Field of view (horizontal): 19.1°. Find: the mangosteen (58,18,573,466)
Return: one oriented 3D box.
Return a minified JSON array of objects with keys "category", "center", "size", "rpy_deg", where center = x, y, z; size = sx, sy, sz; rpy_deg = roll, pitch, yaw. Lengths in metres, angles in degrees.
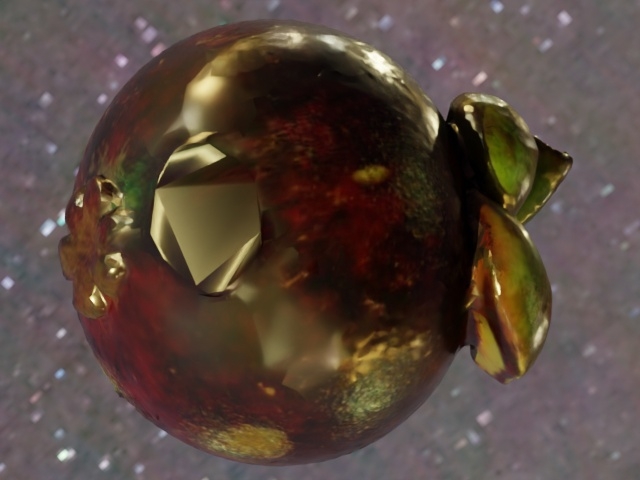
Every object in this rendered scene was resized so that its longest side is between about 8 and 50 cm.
[{"category":"mangosteen","center":[-0.014,-0.002,1.224],"size":[0.311,0.311,0.311],"rpy_deg":[23,-134,-26]}]
